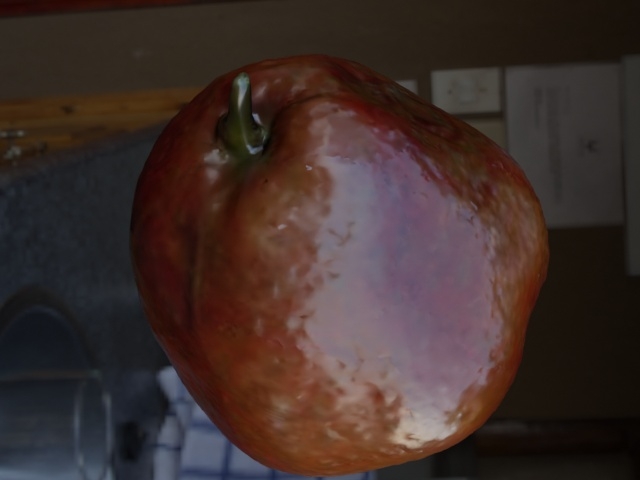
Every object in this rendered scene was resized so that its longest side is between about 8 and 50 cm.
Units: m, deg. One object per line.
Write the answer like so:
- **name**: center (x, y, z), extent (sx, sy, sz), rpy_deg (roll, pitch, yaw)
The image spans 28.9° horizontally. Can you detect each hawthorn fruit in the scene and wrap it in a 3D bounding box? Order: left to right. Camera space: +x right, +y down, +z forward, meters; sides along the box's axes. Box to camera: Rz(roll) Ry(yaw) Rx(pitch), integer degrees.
- **hawthorn fruit**: center (0.000, 0.000, 0.664), extent (0.261, 0.224, 0.224), rpy_deg (52, 30, -42)
